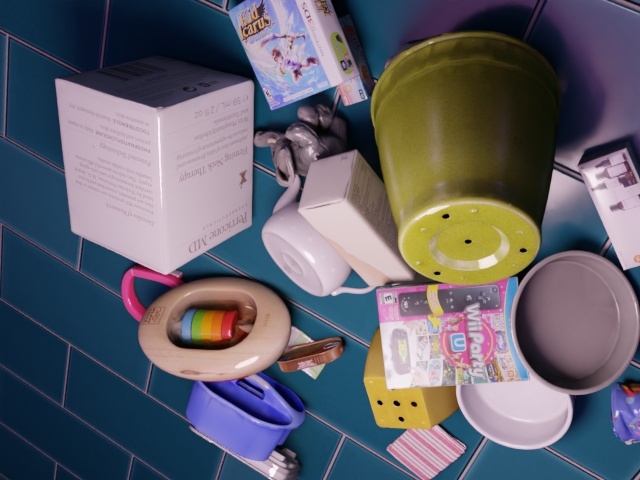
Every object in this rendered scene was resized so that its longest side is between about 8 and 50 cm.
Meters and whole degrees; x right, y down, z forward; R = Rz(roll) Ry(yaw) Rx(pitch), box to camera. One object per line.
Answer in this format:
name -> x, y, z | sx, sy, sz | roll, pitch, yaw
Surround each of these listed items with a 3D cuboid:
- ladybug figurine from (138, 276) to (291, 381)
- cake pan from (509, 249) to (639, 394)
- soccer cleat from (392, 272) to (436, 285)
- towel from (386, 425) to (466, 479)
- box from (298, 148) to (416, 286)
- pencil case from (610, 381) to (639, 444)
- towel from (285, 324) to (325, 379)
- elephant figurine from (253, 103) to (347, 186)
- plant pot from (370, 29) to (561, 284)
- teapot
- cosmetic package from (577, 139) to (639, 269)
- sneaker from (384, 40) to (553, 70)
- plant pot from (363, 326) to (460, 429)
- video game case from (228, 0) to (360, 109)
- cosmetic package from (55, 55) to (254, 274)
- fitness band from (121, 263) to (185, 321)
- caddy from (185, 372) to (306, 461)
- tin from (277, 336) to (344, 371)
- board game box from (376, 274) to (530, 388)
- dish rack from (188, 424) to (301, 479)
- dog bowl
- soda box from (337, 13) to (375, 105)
ladybug figurine -> -0.283, 0.253, 1.931 | 0.449, 0.305, 0.162 | 3, 145, 19
cake pan -> 0.517, 0.167, 1.463 | 0.293, 0.293, 0.054 | 54, 168, -4
soccer cleat -> 0.256, 0.091, 1.677 | 0.196, 0.068, 0.076 | -4, 77, 42
towel -> 0.283, 0.561, 1.915 | 0.144, 0.029, 0.197 | 40, 129, 6
box -> 0.095, -0.041, 1.558 | 0.121, 0.148, 0.311 | -11, 139, 33
pencil case -> 0.767, 0.380, 1.493 | 0.306, 0.119, 0.133 | 2, 90, 29
towel -> -0.053, 0.310, 1.977 | 0.152, 0.023, 0.113 | 36, 127, 9
elephant figurine -> -0.047, -0.200, 1.659 | 0.169, 0.186, 0.239 | 26, 143, -25
plant pot -> 0.266, -0.121, 1.293 | 0.367, 0.353, 0.366 | 4, 143, 3
teapot -> 0.000, 0.000, 1.702 | 0.252, 0.187, 0.256 | 27, 151, 43
cosmetic package -> 0.603, -0.067, 1.400 | 0.099, 0.060, 0.239 | -21, 102, 36
sneaker -> 0.282, -0.323, 1.402 | 0.331, 0.146, 0.122 | 8, 116, 24
plant pot -> 0.221, 0.348, 1.741 | 0.212, 0.187, 0.212 | -6, 111, 31
video game case -> -0.064, -0.432, 1.541 | 0.269, 0.061, 0.244 | -8, 110, 51
cosmetic package -> -0.382, -0.198, 1.700 | 0.327, 0.329, 0.393 | 20, 123, 27
fitness band -> -0.479, 0.177, 2.130 | 0.291, 0.054, 0.209 | 12, 119, 25
caddy -> -0.209, 0.453, 1.992 | 0.341, 0.241, 0.179 | 27, 106, 14
tin -> -0.026, 0.305, 1.894 | 0.190, 0.106, 0.040 | -16, 104, 19
board game box -> 0.288, 0.198, 1.553 | 0.303, 0.097, 0.224 | -7, 87, 14
dish rack -> -0.206, 0.605, 2.100 | 0.333, 0.285, 0.072 | 28, 81, 15
dog bowl -> 0.460, 0.349, 1.661 | 0.265, 0.104, 0.264 | 13, 120, 23
soda box -> 0.058, -0.392, 1.542 | 0.063, 0.058, 0.183 | -11, 109, 34
